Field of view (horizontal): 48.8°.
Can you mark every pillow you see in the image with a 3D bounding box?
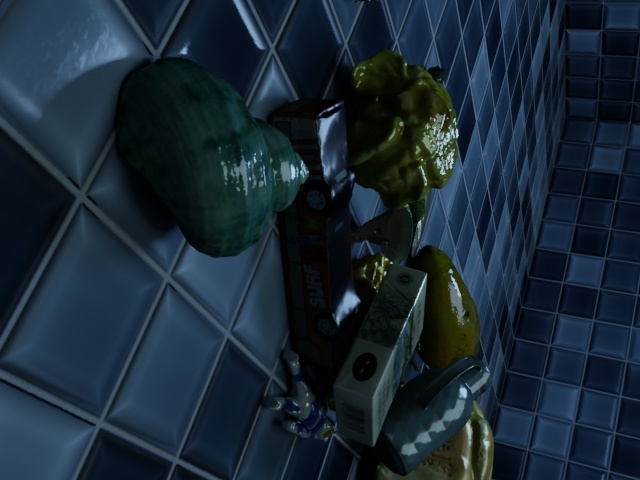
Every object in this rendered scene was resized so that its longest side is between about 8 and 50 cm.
[{"bbox_3d":[0.223,-0.069,1.559,0.130,0.033,0.217,13,87,-78],"label":"pillow"}]

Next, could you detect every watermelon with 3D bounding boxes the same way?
[{"bbox_3d":[0.119,-0.015,1.214,0.080,0.101,0.155,-9,152,-43],"label":"watermelon"}]

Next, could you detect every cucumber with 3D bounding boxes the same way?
[{"bbox_3d":[0.175,-0.097,1.409,0.227,0.069,0.069,68,39,-55],"label":"cucumber"},{"bbox_3d":[0.199,-0.262,1.428,0.256,0.043,0.044,-64,147,-30],"label":"cucumber"}]

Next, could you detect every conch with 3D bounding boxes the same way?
[{"bbox_3d":[-0.096,-0.079,0.727,0.202,0.134,0.196,-2,102,-65],"label":"conch"}]

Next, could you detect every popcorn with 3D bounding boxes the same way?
[{"bbox_3d":[0.118,-0.171,1.115,0.216,0.181,0.235,61,39,-50],"label":"popcorn"}]

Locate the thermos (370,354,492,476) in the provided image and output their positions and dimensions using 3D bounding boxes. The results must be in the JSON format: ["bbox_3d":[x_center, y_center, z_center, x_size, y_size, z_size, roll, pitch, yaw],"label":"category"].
[{"bbox_3d":[0.228,0.335,1.445,0.287,0.145,0.182,-34,148,-18],"label":"thermos"}]

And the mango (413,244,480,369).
[{"bbox_3d":[0.291,0.168,1.646,0.176,0.176,0.329,-27,133,-22],"label":"mango"}]

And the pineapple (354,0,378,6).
[{"bbox_3d":[0.049,-0.389,1.020,0.159,0.074,0.074,14,85,-71],"label":"pineapple"}]

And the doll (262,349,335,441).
[{"bbox_3d":[-0.020,0.264,1.124,0.227,0.057,0.114,63,38,-50],"label":"doll"}]

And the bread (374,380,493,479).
[{"bbox_3d":[0.251,0.485,1.576,0.211,0.270,0.315,87,17,-60],"label":"bread"}]

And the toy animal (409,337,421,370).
[{"bbox_3d":[0.152,0.219,1.489,0.260,0.087,0.243,58,34,-55],"label":"toy animal"}]

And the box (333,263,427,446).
[{"bbox_3d":[0.104,0.188,1.174,0.164,0.069,0.256,85,28,-49],"label":"box"}]

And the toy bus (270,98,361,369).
[{"bbox_3d":[0.000,0.000,1.021,0.093,0.092,0.408,-44,138,-51],"label":"toy bus"}]

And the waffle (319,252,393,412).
[{"bbox_3d":[0.071,0.165,1.282,0.309,0.065,0.283,-37,130,-53],"label":"waffle"}]
